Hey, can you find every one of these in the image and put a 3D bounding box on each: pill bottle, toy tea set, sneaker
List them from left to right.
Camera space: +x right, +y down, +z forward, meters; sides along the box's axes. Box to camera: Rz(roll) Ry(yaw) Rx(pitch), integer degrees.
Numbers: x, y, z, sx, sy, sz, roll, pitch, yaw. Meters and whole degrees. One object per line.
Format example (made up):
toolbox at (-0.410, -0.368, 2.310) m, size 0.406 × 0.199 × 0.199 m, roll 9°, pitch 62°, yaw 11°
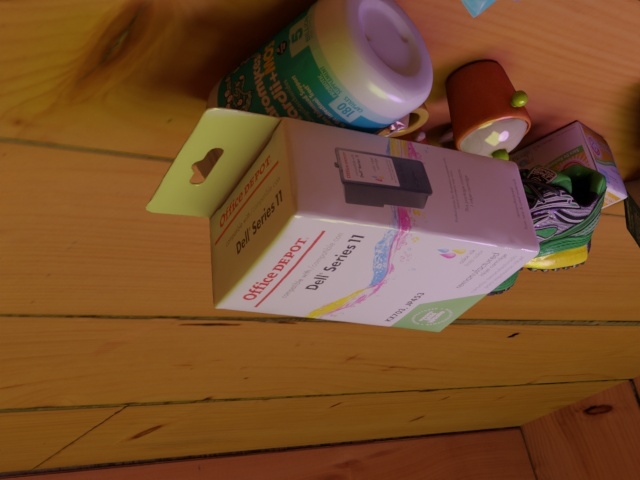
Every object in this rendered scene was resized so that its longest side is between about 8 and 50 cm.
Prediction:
pill bottle at (-0.021, -0.144, 1.120) m, size 0.146 × 0.146 × 0.264 m, roll 8°, pitch 149°, yaw -46°
toy tea set at (0.165, -0.103, 1.379) m, size 0.200 × 0.124 × 0.336 m, roll -15°, pitch 159°, yaw 1°
sneaker at (0.242, -0.032, 1.387) m, size 0.343 × 0.134 × 0.146 m, roll -15°, pitch 130°, yaw -40°

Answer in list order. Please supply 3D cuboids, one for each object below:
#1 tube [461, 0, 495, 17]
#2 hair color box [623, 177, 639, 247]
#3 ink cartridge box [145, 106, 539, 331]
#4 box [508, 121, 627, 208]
tube at (0.209, -0.294, 0.995) m, size 0.207 × 0.052 × 0.080 m, roll -32°, pitch 122°, yaw 23°
hair color box at (0.624, 0.013, 1.682) m, size 0.174 × 0.347 × 0.105 m, roll -16°, pitch 124°, yaw 2°
ink cartridge box at (0.017, -0.010, 1.094) m, size 0.353 × 0.119 × 0.207 m, roll 8°, pitch 147°, yaw -25°
box at (0.333, -0.078, 1.584) m, size 0.203 × 0.103 × 0.114 m, roll -26°, pitch 157°, yaw 28°
